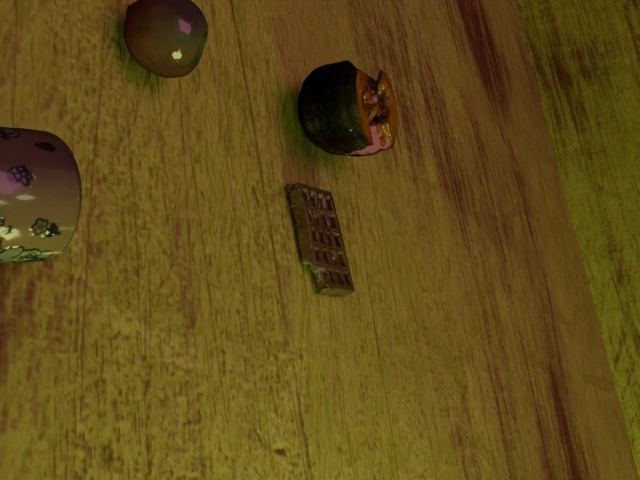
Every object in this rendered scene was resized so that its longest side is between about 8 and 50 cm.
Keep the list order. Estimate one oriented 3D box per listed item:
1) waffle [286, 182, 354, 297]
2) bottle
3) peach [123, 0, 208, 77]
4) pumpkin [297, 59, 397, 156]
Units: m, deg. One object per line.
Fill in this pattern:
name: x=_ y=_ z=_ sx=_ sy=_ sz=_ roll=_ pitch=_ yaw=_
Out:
waffle: x=0.000 y=0.000 z=0.965 sx=0.092 sy=0.021 sz=0.135 roll=14 pitch=60 yaw=-59
bottle: x=-0.236 y=-0.027 z=0.501 sx=0.152 sy=0.099 sz=0.099 roll=-4 pitch=76 yaw=-52
peach: x=-0.147 y=-0.196 z=0.771 sx=0.083 sy=0.083 sz=0.083 roll=38 pitch=42 yaw=-45
pumpkin: x=0.029 y=-0.164 z=1.027 sx=0.183 sy=0.107 sz=0.119 roll=-6 pitch=85 yaw=-69
